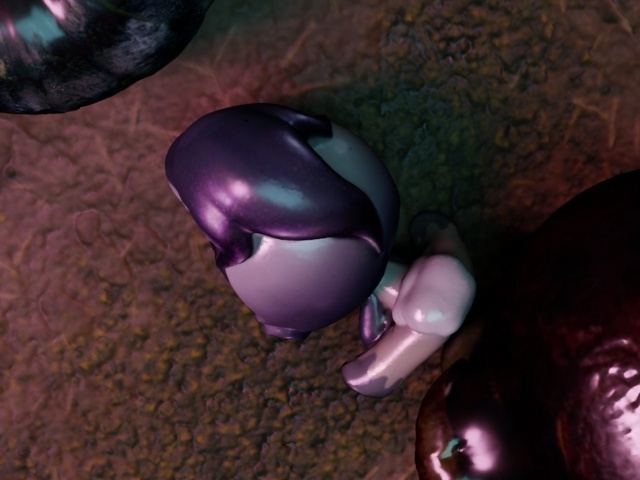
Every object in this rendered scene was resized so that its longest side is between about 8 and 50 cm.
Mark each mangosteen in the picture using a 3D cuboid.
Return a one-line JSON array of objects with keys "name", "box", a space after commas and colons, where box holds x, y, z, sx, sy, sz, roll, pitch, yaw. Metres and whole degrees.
[{"name": "mangosteen", "box": [0.212, 0.096, 0.576, 0.314, 0.297, 0.296, -3, 107, -5]}]

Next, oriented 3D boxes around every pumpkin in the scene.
[{"name": "pumpkin", "box": [-0.165, -0.181, 0.503, 0.233, 0.163, 0.233, -1, 117, -2]}]

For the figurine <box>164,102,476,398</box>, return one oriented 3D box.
[{"name": "figurine", "box": [0.000, 0.000, 0.595, 0.222, 0.145, 0.145, 33, 100, -21]}]
